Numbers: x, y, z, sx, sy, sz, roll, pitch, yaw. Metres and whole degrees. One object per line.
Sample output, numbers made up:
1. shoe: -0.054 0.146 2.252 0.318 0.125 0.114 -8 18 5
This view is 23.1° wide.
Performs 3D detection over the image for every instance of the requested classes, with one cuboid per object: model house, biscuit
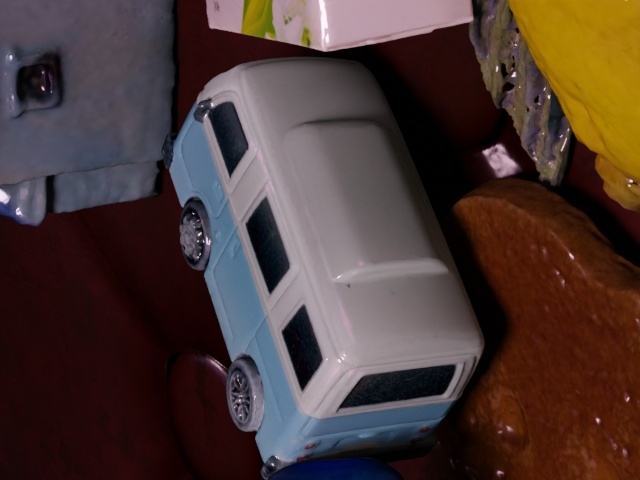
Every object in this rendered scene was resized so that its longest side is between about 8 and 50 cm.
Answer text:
1. model house: -0.312 -0.156 1.263 0.251 0.329 0.295 26 124 41
2. biscuit: 0.149 0.102 0.994 0.257 0.049 0.273 34 133 47

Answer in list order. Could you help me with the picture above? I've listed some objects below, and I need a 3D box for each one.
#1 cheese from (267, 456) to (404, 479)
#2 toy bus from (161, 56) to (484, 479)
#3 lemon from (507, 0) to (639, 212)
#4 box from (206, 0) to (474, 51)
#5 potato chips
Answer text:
1. cheese: 0.055 0.255 1.061 0.216 0.129 0.329 -6 138 17
2. toy bus: 0.000 0.000 1.034 0.165 0.133 0.271 -59 43 49
3. lemon: 0.197 -0.157 0.621 0.268 0.268 0.322 39 126 37
4. box: -0.008 -0.258 0.965 0.194 0.111 0.260 22 121 63
5. potato chips: 0.128 -0.130 0.935 0.092 0.028 0.208 25 128 26
